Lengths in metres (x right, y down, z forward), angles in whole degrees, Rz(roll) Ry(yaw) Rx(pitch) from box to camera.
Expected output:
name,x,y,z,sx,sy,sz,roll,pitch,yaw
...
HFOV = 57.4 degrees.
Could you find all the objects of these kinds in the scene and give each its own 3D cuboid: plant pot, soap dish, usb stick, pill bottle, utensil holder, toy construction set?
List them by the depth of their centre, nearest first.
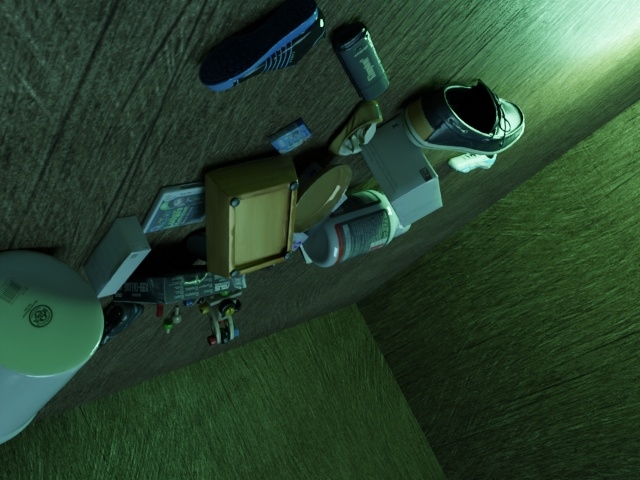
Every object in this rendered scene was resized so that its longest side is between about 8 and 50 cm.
name,x,y,z,sx,sy,sz,roll,pitch,yaw
usb stick,0.089,-0.365,1.217,0.077,0.045,0.278,-29,165,10
utensil holder,-0.718,0.249,1.323,0.385,0.328,0.327,-38,162,31
soap dish,-0.168,-0.052,1.453,0.228,0.118,0.291,-17,131,-30
plant pot,-0.008,-0.119,1.595,0.236,0.032,0.236,-42,161,-18
pill bottle,0.125,-0.055,2.007,0.362,0.210,0.210,-18,163,-31
toy construction set,-0.414,0.208,2.048,0.308,0.258,0.237,1,138,-16

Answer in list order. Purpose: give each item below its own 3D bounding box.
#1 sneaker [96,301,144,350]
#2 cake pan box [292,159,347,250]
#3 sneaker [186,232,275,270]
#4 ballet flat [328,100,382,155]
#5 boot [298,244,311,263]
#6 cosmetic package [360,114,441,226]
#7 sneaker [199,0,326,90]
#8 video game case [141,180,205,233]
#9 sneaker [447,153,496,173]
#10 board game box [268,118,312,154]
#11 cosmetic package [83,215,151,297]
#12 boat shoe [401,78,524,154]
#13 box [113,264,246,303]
name,x,y,z,sx,sy,sz,roll,pitch,yaw
sneaker,-0.689,0.285,1.933,0.267,0.101,0.106,-34,166,24
cake pan box,-0.050,-0.092,1.723,0.245,0.070,0.267,-43,162,2
sneaker,-0.262,0.004,1.749,0.269,0.145,0.090,12,123,-15
ballet flat,0.086,-0.265,1.498,0.080,0.073,0.232,-19,163,-30
boot,0.000,0.000,2.229,0.176,0.088,0.244,-28,162,-7
cosmetic package,0.247,-0.193,1.760,0.156,0.217,0.385,-30,164,9
sneaker,-0.091,-0.315,0.993,0.232,0.081,0.090,-31,158,6
video game case,-0.340,-0.085,1.449,0.173,0.022,0.190,-15,161,-39
sneaker,0.576,-0.311,2.231,0.237,0.085,0.086,-14,134,-33
board game box,-0.070,-0.245,1.391,0.090,0.020,0.090,-28,166,8
cosmetic package,-0.505,0.043,1.445,0.060,0.099,0.239,-15,162,-47
boat shoe,0.444,-0.349,1.647,0.499,0.187,0.156,-8,162,-40
box,-0.411,0.123,1.724,0.242,0.077,0.307,-2,-177,37
